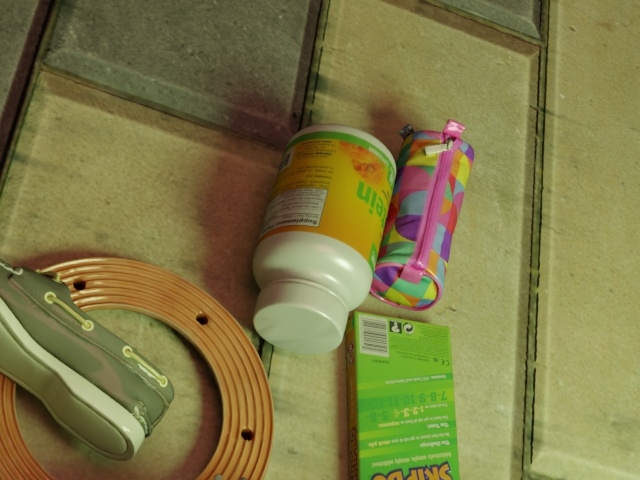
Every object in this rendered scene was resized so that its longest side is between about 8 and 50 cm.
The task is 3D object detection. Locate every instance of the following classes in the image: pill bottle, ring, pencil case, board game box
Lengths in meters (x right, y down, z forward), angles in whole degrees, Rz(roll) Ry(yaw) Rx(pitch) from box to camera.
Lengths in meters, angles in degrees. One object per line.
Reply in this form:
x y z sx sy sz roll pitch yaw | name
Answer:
0.000 0.000 1.497 0.136 0.136 0.246 23 55 -12 | pill bottle
-0.208 0.172 1.366 0.336 0.032 0.336 12 57 -18 | ring
0.122 -0.032 1.597 0.104 0.104 0.236 23 56 -11 | pencil case
0.093 0.209 1.482 0.124 0.039 0.259 11 55 -19 | board game box

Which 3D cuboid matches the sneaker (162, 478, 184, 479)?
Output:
-0.239 0.327 1.214 0.293 0.102 0.146 -11 110 -7 | sneaker

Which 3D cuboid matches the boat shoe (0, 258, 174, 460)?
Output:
-0.277 0.087 1.301 0.305 0.109 0.091 42 52 -4 | boat shoe

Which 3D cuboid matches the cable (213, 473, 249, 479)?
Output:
-0.014 0.354 1.181 0.257 0.089 0.257 46 34 -26 | cable
